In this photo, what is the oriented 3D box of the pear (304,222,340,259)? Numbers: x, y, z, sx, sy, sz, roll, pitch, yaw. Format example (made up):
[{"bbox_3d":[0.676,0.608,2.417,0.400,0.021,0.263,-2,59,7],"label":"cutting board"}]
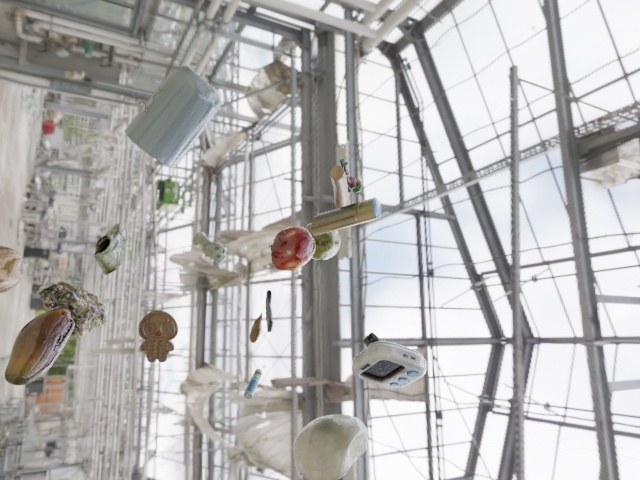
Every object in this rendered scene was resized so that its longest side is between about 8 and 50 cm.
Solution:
[{"bbox_3d":[0.000,0.000,2.486,0.269,0.212,0.212,-126,-135,-79],"label":"pear"}]

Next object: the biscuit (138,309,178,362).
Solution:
[{"bbox_3d":[-0.523,0.311,1.552,0.026,0.124,0.175,-144,-123,-76],"label":"biscuit"}]

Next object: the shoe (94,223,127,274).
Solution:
[{"bbox_3d":[-0.844,0.014,1.925,0.098,0.103,0.275,61,5,-39],"label":"shoe"}]

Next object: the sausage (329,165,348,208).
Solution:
[{"bbox_3d":[0.080,-0.210,1.967,0.301,0.066,0.065,75,9,-71],"label":"sausage"}]

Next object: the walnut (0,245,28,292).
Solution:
[{"bbox_3d":[-1.216,0.113,1.749,0.203,0.298,0.203,1,-88,31],"label":"walnut"}]

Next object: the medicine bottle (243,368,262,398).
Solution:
[{"bbox_3d":[-0.374,0.798,2.684,0.191,0.051,0.051,-67,180,-60],"label":"medicine bottle"}]

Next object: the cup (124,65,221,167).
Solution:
[{"bbox_3d":[-0.499,-0.432,1.660,0.312,0.205,0.205,-51,-145,7],"label":"cup"}]

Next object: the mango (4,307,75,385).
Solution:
[{"bbox_3d":[-0.864,0.320,1.473,0.111,0.133,0.267,-35,-153,41],"label":"mango"}]

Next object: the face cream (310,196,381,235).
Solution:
[{"bbox_3d":[0.103,-0.093,1.823,0.285,0.067,0.139,-15,-155,32],"label":"face cream"}]

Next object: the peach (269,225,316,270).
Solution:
[{"bbox_3d":[-0.138,0.040,2.196,0.196,0.226,0.190,52,-16,9],"label":"peach"}]

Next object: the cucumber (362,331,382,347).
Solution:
[{"bbox_3d":[0.261,0.490,2.056,0.078,0.211,0.062,-39,-171,44],"label":"cucumber"}]

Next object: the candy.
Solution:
[{"bbox_3d":[0.027,1.010,2.398,0.427,0.386,0.186,-14,-73,56],"label":"candy"}]

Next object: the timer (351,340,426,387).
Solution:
[{"bbox_3d":[0.257,0.468,1.815,0.262,0.237,0.087,126,-18,-49],"label":"timer"}]

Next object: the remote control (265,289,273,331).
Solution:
[{"bbox_3d":[-0.214,0.291,2.004,0.212,0.028,0.059,-101,-163,-54],"label":"remote control"}]

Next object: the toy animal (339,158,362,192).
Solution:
[{"bbox_3d":[0.123,-0.284,2.213,0.100,0.208,0.103,-14,-122,18],"label":"toy animal"}]

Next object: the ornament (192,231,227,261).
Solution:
[{"bbox_3d":[-0.437,0.031,1.912,0.156,0.081,0.074,34,-34,28],"label":"ornament"}]

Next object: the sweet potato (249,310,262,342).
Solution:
[{"bbox_3d":[-0.310,0.423,2.352,0.056,0.056,0.195,54,-45,52],"label":"sweet potato"}]

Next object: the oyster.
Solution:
[{"bbox_3d":[-0.868,0.235,1.711,0.083,0.223,0.214,-27,-93,31],"label":"oyster"}]
